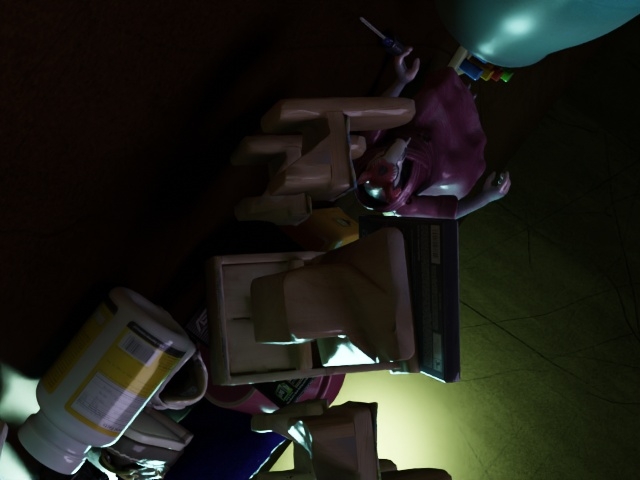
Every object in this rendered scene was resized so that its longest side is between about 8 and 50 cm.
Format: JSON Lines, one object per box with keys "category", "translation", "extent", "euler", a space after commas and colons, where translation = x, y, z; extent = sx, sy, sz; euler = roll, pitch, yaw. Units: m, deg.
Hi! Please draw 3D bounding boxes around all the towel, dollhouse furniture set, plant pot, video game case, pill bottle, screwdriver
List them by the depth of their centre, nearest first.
{"category": "pill bottle", "translation": [-0.228, 0.147, 0.987], "extent": [0.184, 0.103, 0.103], "euler": [-52, 168, 0]}
{"category": "dollhouse furniture set", "translation": [0.041, 0.071, 1.033], "extent": [0.256, 0.362, 0.394], "euler": [-3, 173, -19]}
{"category": "plant pot", "translation": [0.260, -0.336, 1.086], "extent": [0.271, 0.271, 0.255], "euler": [-45, -179, -29]}
{"category": "screwdriver", "translation": [0.071, -0.250, 1.160], "extent": [0.025, 0.024, 0.170], "euler": [-26, 170, 22]}
{"category": "video game case", "translation": [0.112, 0.066, 1.259], "extent": [0.274, 0.026, 0.196], "euler": [-171, -101, -71]}
{"category": "plant pot", "translation": [-0.088, 0.181, 1.433], "extent": [0.201, 0.201, 0.180], "euler": [-56, 151, 16]}
{"category": "towel", "translation": [-0.173, 0.323, 1.534], "extent": [0.227, 0.076, 0.308], "euler": [-10, -164, 32]}

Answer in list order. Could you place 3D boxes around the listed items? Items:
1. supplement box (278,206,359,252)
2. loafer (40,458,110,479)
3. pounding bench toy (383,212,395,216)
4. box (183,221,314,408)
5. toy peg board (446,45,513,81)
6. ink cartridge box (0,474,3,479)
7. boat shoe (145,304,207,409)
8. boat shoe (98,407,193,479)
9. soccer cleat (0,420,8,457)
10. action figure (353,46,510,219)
{"category": "supplement box", "translation": [0.000, 0.000, 1.457], "extent": [0.080, 0.078, 0.233], "euler": [-56, 166, 16]}
{"category": "loafer", "translation": [-0.314, 0.337, 1.265], "extent": [0.076, 0.078, 0.223], "euler": [-47, 167, -21]}
{"category": "pounding bench toy", "translation": [0.146, -0.078, 1.835], "extent": [0.052, 0.083, 0.065], "euler": [-43, -164, -27]}
{"category": "box", "translation": [-0.057, 0.102, 1.287], "extent": [0.191, 0.184, 0.045], "euler": [-52, 173, 3]}
{"category": "toy peg board", "translation": [0.305, -0.336, 1.607], "extent": [0.160, 0.079, 0.161], "euler": [-32, 156, -58]}
{"category": "ink cartridge box", "translation": [-0.318, 0.145, 0.418], "extent": [0.289, 0.211, 0.121], "euler": [-46, 165, -31]}
{"category": "boat shoe", "translation": [-0.192, 0.176, 1.214], "extent": [0.098, 0.096, 0.277], "euler": [-48, 167, -19]}
{"category": "boat shoe", "translation": [-0.245, 0.280, 1.288], "extent": [0.091, 0.109, 0.305], "euler": [-55, 172, -8]}
{"category": "soccer cleat", "translation": [-0.315, 0.142, 0.702], "extent": [0.331, 0.116, 0.143], "euler": [105, 10, -66]}
{"category": "action figure", "translation": [0.115, -0.126, 1.392], "extent": [0.275, 0.248, 0.370], "euler": [-28, -176, 34]}
